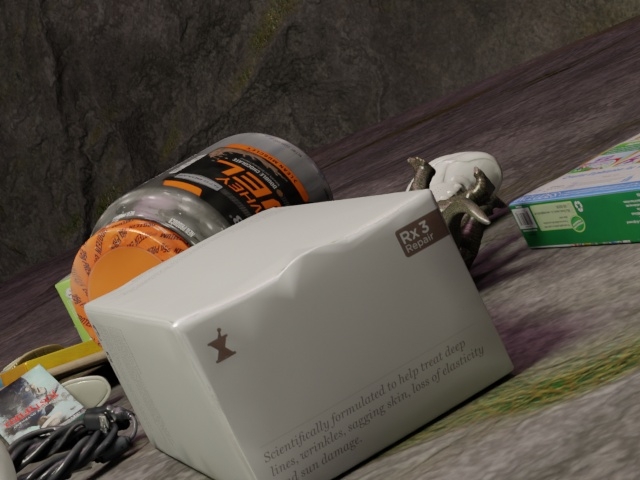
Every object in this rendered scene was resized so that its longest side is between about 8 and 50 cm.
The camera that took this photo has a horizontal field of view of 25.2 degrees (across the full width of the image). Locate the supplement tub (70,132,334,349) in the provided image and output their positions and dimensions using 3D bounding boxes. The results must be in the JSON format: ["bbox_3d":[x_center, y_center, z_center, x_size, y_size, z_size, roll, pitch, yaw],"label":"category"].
[{"bbox_3d":[-0.133,0.010,1.675,0.207,0.207,0.338,-21,10,29],"label":"supplement tub"}]

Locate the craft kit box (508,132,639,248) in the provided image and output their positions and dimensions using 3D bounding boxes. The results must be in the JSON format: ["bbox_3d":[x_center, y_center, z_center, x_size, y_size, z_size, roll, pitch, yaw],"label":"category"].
[{"bbox_3d":[0.336,-0.072,1.308,0.246,0.061,0.250,-31,9,-19],"label":"craft kit box"}]

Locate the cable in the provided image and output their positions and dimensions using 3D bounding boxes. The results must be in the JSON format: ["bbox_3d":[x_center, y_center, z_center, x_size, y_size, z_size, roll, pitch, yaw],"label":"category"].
[{"bbox_3d":[-0.260,0.213,1.355,0.184,0.047,0.150,-14,19,49],"label":"cable"}]

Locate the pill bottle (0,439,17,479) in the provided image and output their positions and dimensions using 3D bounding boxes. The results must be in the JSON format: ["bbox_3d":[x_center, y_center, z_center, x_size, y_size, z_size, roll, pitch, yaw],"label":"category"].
[{"bbox_3d":[-0.365,0.210,1.235,0.162,0.162,0.278,-28,8,-22],"label":"pill bottle"}]

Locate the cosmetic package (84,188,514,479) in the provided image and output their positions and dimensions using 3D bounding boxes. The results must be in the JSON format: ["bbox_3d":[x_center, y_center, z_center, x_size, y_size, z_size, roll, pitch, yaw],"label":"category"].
[{"bbox_3d":[-0.038,0.075,1.148,0.217,0.156,0.385,-28,9,-15],"label":"cosmetic package"}]

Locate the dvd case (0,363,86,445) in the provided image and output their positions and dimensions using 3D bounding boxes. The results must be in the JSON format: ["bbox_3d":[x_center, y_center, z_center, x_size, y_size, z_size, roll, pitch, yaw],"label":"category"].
[{"bbox_3d":[-0.314,0.186,1.559,0.087,0.013,0.119,-35,39,-19],"label":"dvd case"}]

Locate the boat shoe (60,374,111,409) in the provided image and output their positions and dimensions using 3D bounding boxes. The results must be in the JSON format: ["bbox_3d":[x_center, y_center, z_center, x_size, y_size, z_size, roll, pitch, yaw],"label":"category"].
[{"bbox_3d":[-0.288,0.183,1.617,0.125,0.046,0.038,-32,11,16],"label":"boat shoe"}]

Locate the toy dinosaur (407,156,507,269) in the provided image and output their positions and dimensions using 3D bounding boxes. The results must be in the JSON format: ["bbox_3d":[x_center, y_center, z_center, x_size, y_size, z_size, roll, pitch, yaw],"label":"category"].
[{"bbox_3d":[0.101,0.009,1.375,0.160,0.121,0.313,-56,24,-6],"label":"toy dinosaur"}]

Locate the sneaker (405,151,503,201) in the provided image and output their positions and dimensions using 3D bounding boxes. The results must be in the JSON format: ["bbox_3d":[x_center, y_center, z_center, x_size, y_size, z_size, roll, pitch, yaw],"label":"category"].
[{"bbox_3d":[0.122,-0.017,1.559,0.232,0.090,0.115,-37,18,-18],"label":"sneaker"}]

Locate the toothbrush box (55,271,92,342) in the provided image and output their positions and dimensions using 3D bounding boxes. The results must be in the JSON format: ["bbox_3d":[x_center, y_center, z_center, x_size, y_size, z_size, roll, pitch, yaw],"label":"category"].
[{"bbox_3d":[-0.197,0.036,2.015,0.283,0.122,0.206,-24,9,15],"label":"toothbrush box"}]

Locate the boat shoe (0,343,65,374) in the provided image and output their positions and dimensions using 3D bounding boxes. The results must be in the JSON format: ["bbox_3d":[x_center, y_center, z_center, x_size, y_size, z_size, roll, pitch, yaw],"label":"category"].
[{"bbox_3d":[-0.406,0.188,1.918,0.153,0.056,0.048,-38,18,-30],"label":"boat shoe"}]

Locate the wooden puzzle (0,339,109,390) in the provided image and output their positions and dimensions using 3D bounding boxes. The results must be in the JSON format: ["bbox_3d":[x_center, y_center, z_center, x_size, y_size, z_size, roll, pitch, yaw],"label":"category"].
[{"bbox_3d":[-0.312,0.151,1.756,0.238,0.044,0.221,-24,0,-31],"label":"wooden puzzle"}]
